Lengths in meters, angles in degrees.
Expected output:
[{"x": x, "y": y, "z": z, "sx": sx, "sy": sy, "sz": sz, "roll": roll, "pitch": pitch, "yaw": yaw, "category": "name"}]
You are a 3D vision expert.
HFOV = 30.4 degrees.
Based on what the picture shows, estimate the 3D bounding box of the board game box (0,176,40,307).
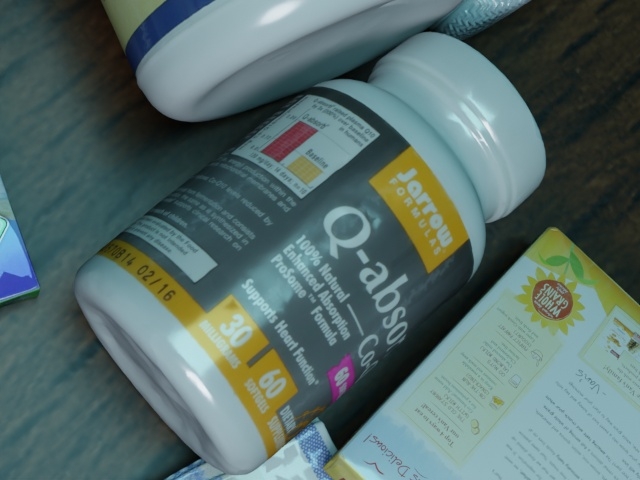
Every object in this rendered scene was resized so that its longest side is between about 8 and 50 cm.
[{"x": -0.354, "y": -0.016, "z": 0.696, "sx": 0.317, "sy": 0.046, "sz": 0.213, "roll": -20, "pitch": 86, "yaw": -19, "category": "board game box"}]

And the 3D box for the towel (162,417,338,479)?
[{"x": -0.076, "y": 0.253, "z": 0.739, "sx": 0.285, "sy": 0.034, "sz": 0.209, "roll": -29, "pitch": 90, "yaw": -18, "category": "towel"}]

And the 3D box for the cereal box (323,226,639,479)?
[{"x": 0.142, "y": 0.126, "z": 0.786, "sx": 0.173, "sy": 0.047, "sz": 0.240, "roll": 45, "pitch": 64, "yaw": 5, "category": "cereal box"}]

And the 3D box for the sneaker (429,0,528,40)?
[{"x": 0.155, "y": -0.270, "z": 0.856, "sx": 0.269, "sy": 0.101, "sz": 0.153, "roll": -37, "pitch": 95, "yaw": -16, "category": "sneaker"}]

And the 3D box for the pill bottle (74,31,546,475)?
[{"x": 0.000, "y": 0.000, "z": 0.737, "sx": 0.278, "sy": 0.162, "sz": 0.162, "roll": -40, "pitch": 93, "yaw": -18, "category": "pill bottle"}]

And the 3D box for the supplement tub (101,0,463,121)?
[{"x": -0.059, "y": -0.257, "z": 0.727, "sx": 0.228, "sy": 0.228, "sz": 0.316, "roll": -23, "pitch": 88, "yaw": -19, "category": "supplement tub"}]
